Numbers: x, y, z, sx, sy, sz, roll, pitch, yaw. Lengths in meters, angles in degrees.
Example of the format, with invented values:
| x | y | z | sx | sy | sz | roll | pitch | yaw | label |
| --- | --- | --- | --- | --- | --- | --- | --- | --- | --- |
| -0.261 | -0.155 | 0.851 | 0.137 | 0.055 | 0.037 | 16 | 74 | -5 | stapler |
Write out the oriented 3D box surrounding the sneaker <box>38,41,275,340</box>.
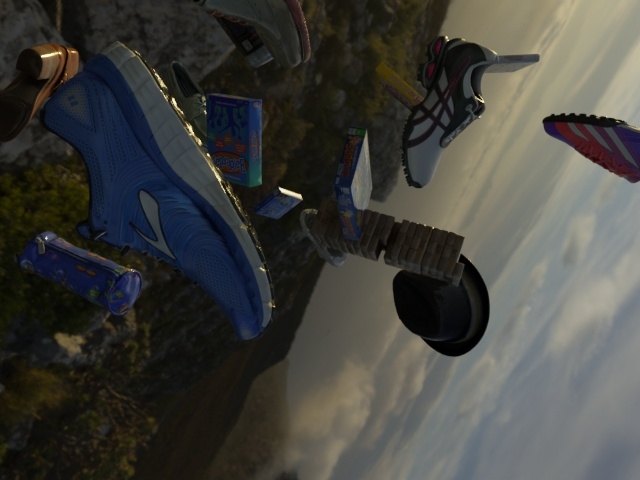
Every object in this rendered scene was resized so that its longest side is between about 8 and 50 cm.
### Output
| x | y | z | sx | sy | sz | roll | pitch | yaw | label |
| --- | --- | --- | --- | --- | --- | --- | --- | --- | --- |
| -0.162 | -0.025 | 0.570 | 0.147 | 0.330 | 0.130 | -32 | -165 | -2 | sneaker |

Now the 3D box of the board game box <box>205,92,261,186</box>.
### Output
| x | y | z | sx | sy | sz | roll | pitch | yaw | label |
| --- | --- | --- | --- | --- | --- | --- | --- | --- | --- |
| -0.217 | -0.253 | 1.357 | 0.047 | 0.160 | 0.210 | -22 | 121 | -47 | board game box |

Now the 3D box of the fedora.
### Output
| x | y | z | sx | sy | sz | roll | pitch | yaw | label |
| --- | --- | --- | --- | --- | --- | --- | --- | --- | --- |
| 0.313 | 0.173 | 1.549 | 0.152 | 0.334 | 0.334 | 0 | 123 | -39 | fedora |

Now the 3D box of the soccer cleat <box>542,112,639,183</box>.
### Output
| x | y | z | sx | sy | sz | roll | pitch | yaw | label |
| --- | --- | --- | --- | --- | --- | --- | --- | --- | --- |
| 0.602 | -0.179 | 1.090 | 0.108 | 0.318 | 0.116 | -22 | 127 | -67 | soccer cleat |

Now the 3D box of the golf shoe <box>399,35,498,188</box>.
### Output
| x | y | z | sx | sy | sz | roll | pitch | yaw | label |
| --- | --- | --- | --- | --- | --- | --- | --- | --- | --- |
| 0.221 | -0.218 | 0.964 | 0.105 | 0.120 | 0.273 | -13 | 119 | -58 | golf shoe |

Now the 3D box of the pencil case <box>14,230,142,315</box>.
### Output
| x | y | z | sx | sy | sz | roll | pitch | yaw | label |
| --- | --- | --- | --- | --- | --- | --- | --- | --- | --- |
| -0.606 | 0.075 | 1.367 | 0.133 | 0.306 | 0.119 | 95 | 21 | -56 | pencil case |

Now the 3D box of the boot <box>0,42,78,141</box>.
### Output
| x | y | z | sx | sy | sz | roll | pitch | yaw | label |
| --- | --- | --- | --- | --- | --- | --- | --- | --- | --- |
| -0.759 | -0.400 | 1.446 | 0.283 | 0.109 | 0.220 | -58 | -171 | 19 | boot |

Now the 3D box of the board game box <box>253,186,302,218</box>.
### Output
| x | y | z | sx | sy | sz | roll | pitch | yaw | label |
| --- | --- | --- | --- | --- | --- | --- | --- | --- | --- |
| -0.104 | -0.090 | 1.334 | 0.090 | 0.020 | 0.090 | -36 | 155 | 25 | board game box |

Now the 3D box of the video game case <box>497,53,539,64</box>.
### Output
| x | y | z | sx | sy | sz | roll | pitch | yaw | label |
| --- | --- | --- | --- | --- | --- | --- | --- | --- | --- |
| 0.544 | -0.553 | 1.705 | 0.227 | 0.206 | 0.026 | -87 | 175 | -80 | video game case |

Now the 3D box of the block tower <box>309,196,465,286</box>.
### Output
| x | y | z | sx | sy | sz | roll | pitch | yaw | label |
| --- | --- | --- | --- | --- | --- | --- | --- | --- | --- |
| 0.153 | 0.001 | 1.192 | 0.091 | 0.335 | 0.097 | 58 | 53 | -69 | block tower |

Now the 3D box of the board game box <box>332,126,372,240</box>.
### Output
| x | y | z | sx | sy | sz | roll | pitch | yaw | label |
| --- | --- | --- | --- | --- | --- | --- | --- | --- | --- |
| 0.068 | -0.107 | 1.072 | 0.201 | 0.035 | 0.136 | 74 | 28 | -60 | board game box |

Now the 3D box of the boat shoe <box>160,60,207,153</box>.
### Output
| x | y | z | sx | sy | sz | roll | pitch | yaw | label |
| --- | --- | --- | --- | --- | --- | --- | --- | --- | --- |
| -0.348 | -0.355 | 1.465 | 0.109 | 0.302 | 0.094 | -24 | 161 | -42 | boat shoe |

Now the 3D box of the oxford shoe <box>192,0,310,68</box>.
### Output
| x | y | z | sx | sy | sz | roll | pitch | yaw | label |
| --- | --- | --- | --- | --- | --- | --- | --- | --- | --- |
| -0.153 | -0.430 | 0.934 | 0.146 | 0.140 | 0.397 | -52 | 138 | -9 | oxford shoe |

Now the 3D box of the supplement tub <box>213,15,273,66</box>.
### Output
| x | y | z | sx | sy | sz | roll | pitch | yaw | label |
| --- | --- | --- | --- | --- | --- | --- | --- | --- | --- |
| -0.224 | -0.710 | 1.612 | 0.207 | 0.338 | 0.207 | -31 | -153 | 18 | supplement tub |

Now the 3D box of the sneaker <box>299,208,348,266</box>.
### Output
| x | y | z | sx | sy | sz | roll | pitch | yaw | label |
| --- | --- | --- | --- | --- | --- | --- | --- | --- | --- |
| 0.000 | 0.000 | 1.812 | 0.090 | 0.232 | 0.115 | -27 | 158 | -18 | sneaker |

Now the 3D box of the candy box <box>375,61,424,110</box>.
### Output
| x | y | z | sx | sy | sz | roll | pitch | yaw | label |
| --- | --- | --- | --- | --- | --- | --- | --- | --- | --- |
| 0.214 | -0.332 | 1.281 | 0.027 | 0.206 | 0.105 | -47 | 172 | 3 | candy box |
